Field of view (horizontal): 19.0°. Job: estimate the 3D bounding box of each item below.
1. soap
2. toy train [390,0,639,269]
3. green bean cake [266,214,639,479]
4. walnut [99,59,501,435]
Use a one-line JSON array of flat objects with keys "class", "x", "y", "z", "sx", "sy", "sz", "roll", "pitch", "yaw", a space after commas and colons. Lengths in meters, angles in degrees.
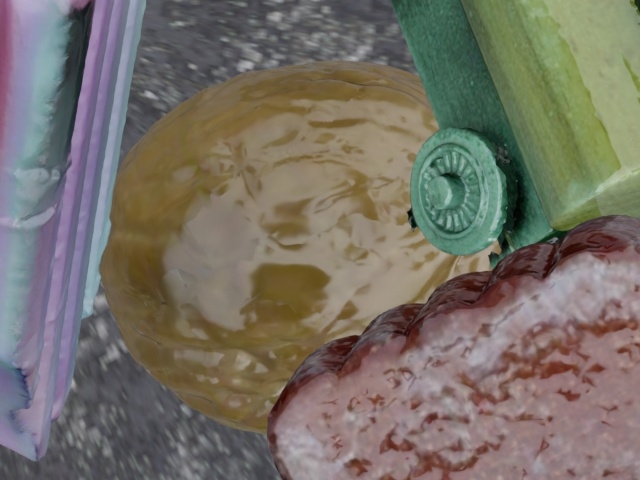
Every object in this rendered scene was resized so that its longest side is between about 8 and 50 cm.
[{"class": "soap", "x": -0.149, "y": -0.037, "z": 0.846, "sx": 0.109, "sy": 0.193, "sz": 0.324, "roll": 14, "pitch": 129, "yaw": 1}, {"class": "toy train", "x": 0.113, "y": -0.125, "z": 1.020, "sx": 0.126, "sy": 0.189, "sz": 0.307, "roll": -2, "pitch": 66, "yaw": -46}, {"class": "green bean cake", "x": 0.068, "y": 0.073, "z": 0.575, "sx": 0.135, "sy": 0.056, "sz": 0.136, "roll": -27, "pitch": 98, "yaw": 15}, {"class": "walnut", "x": 0.000, "y": 0.000, "z": 1.475, "sx": 0.332, "sy": 0.333, "sz": 0.333, "roll": -2, "pitch": 99, "yaw": -13}]
